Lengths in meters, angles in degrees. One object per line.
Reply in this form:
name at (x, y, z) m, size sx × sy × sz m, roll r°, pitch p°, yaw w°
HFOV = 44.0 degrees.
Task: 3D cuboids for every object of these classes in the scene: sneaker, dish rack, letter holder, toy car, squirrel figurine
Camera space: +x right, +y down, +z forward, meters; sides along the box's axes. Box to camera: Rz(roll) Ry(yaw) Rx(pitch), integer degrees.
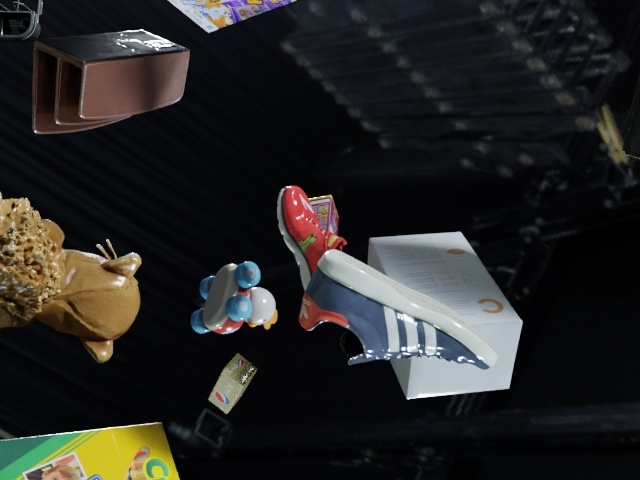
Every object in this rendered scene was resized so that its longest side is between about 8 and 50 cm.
sneaker at (0.120, 0.151, 1.282) m, size 0.148 × 0.350 × 0.131 m, roll -60°, pitch -164°, yaw 7°
dish rack at (-0.528, -0.438, 1.228) m, size 0.074 × 0.208 × 0.271 m, roll 99°, pitch -6°, yaw -85°
sneaker at (0.000, 0.000, 1.743) m, size 0.118 × 0.278 × 0.107 m, roll -23°, pitch -179°, yaw 41°
letter holder at (-0.449, -0.318, 1.702) m, size 0.152 × 0.302 × 0.214 m, roll 26°, pitch -61°, yaw 25°
toy car at (-0.216, 0.203, 2.344) m, size 0.219 × 0.238 × 0.210 m, roll -23°, pitch -134°, yaw 44°
squirrel figurine at (-0.483, 0.064, 1.256) m, size 0.397 × 0.371 × 0.281 m, roll 109°, pitch 3°, yaw -87°

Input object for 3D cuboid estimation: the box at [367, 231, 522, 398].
box at (0.236, 0.141, 1.623) m, size 0.215 × 0.168 × 0.345 m, roll -4°, pitch -150°, yaw -9°

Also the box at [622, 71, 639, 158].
box at (0.705, -0.233, 1.353) m, size 0.079 × 0.257 × 0.322 m, roll -21°, pitch -145°, yaw -40°

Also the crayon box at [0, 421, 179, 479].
crayon box at (-0.364, 0.487, 1.270) m, size 0.106 × 0.313 × 0.362 m, roll -51°, pitch -129°, yaw 37°

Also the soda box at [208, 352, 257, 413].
soda box at (-0.206, 0.335, 1.844) m, size 0.058 × 0.061 × 0.181 m, roll -49°, pitch 173°, yaw -36°

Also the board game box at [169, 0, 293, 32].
board game box at (-0.234, -0.548, 1.501) m, size 0.233 × 0.347 × 0.078 m, roll -10°, pitch -115°, yaw 33°

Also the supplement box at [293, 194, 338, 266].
supplement box at (-0.014, -0.027, 2.061) m, size 0.104 × 0.080 × 0.188 m, roll -11°, pitch -144°, yaw 12°
